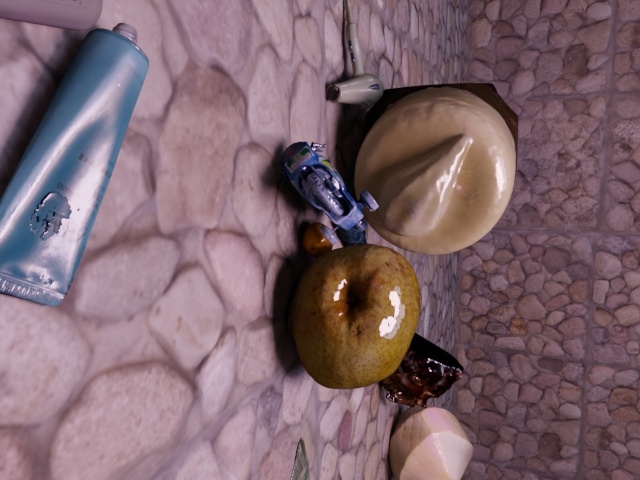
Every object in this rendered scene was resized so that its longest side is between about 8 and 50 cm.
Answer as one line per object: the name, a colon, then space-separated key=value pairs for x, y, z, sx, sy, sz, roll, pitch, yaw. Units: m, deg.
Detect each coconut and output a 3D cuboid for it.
coconut: x=0.319 y=0.617 z=1.446 sx=0.259 sy=0.258 sz=0.260 roll=3 pitch=90 yaw=-68

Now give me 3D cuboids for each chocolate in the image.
chocolate: x=0.215 y=-0.141 z=0.929 sx=0.297 sy=0.313 sz=0.327 roll=-30 pitch=123 yaw=-73
chocolate: x=0.224 y=0.343 z=1.258 sx=0.177 sy=0.224 sz=0.206 roll=-64 pitch=159 yaw=5

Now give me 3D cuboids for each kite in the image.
kite: x=-0.053 y=0.434 z=0.790 sx=0.250 sy=0.012 sz=0.230 roll=52 pitch=45 yaw=-56

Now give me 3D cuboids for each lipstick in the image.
lipstick: x=0.079 y=0.014 z=0.999 sx=0.234 sy=0.053 sz=0.054 roll=63 pitch=37 yaw=-54

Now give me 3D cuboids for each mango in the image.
mango: x=0.000 y=0.000 z=0.810 sx=0.089 sy=0.046 sz=0.060 roll=-9 pitch=98 yaw=-70

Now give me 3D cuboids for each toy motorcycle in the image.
toy motorcycle: x=0.009 y=-0.075 z=0.743 sx=0.136 sy=0.092 sz=0.254 roll=52 pitch=7 yaw=14

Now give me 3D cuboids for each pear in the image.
pear: x=0.051 y=0.112 z=0.756 sx=0.229 sy=0.188 sz=0.211 roll=-64 pitch=155 yaw=-18

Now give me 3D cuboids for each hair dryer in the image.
hair dryer: x=0.049 y=-0.327 z=0.892 sx=0.167 sy=0.067 sz=0.199 roll=-49 pitch=127 yaw=-48

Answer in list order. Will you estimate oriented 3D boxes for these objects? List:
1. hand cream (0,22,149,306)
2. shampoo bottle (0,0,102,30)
hand cream: x=-0.183 y=-0.066 z=0.368 sx=0.083 sy=0.048 sz=0.225 roll=46 pitch=56 yaw=-64
shampoo bottle: x=-0.205 y=-0.176 z=0.294 sx=0.165 sy=0.040 sz=0.080 roll=-33 pitch=124 yaw=-62
